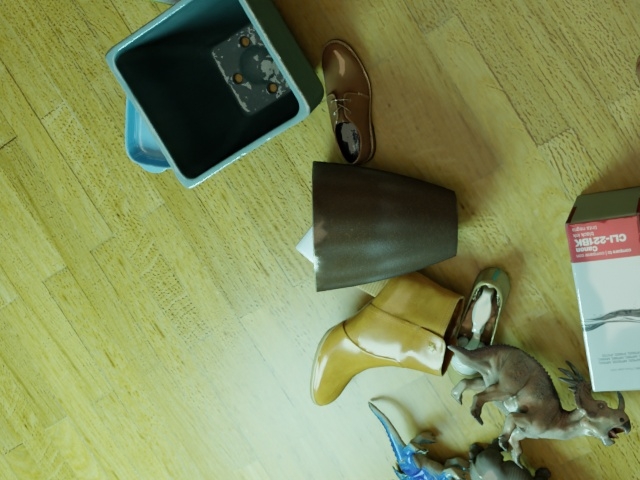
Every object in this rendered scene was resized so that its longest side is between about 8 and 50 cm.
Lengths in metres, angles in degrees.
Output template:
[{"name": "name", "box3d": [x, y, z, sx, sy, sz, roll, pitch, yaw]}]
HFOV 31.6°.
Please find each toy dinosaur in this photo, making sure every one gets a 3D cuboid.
[{"name": "toy dinosaur", "box3d": [0.342, 0.244, 1.850, 0.200, 0.127, 0.296, -44, 88, -1]}]

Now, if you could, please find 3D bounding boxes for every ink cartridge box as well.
[{"name": "ink cartridge box", "box3d": [0.463, 0.073, 1.745, 0.114, 0.197, 0.273, -9, 102, 21]}]

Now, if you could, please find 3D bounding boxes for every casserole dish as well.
[{"name": "casserole dish", "box3d": [-0.283, -0.214, 1.981, 0.114, 0.037, 0.188, 10, 108, 14]}]

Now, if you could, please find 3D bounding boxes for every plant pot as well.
[{"name": "plant pot", "box3d": [0.105, -0.026, 1.839, 0.230, 0.215, 0.215, -2, 105, 3]}, {"name": "plant pot", "box3d": [-0.136, -0.266, 1.805, 0.248, 0.252, 0.247, -29, 94, 22]}]

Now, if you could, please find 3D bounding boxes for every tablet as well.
[{"name": "tablet", "box3d": [0.000, 0.000, 1.970, 0.054, 0.006, 0.083, 40, 113, 3]}]

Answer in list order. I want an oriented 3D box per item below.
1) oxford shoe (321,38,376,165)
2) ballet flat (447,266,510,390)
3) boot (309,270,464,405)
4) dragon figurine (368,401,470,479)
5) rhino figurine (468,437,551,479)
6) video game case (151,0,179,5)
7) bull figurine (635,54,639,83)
[{"name": "oxford shoe", "box3d": [0.044, -0.226, 1.858, 0.076, 0.076, 0.212, -11, 100, 21]}, {"name": "ballet flat", "box3d": [0.256, 0.156, 1.898, 0.080, 0.073, 0.232, 16, 109, 12]}, {"name": "boot", "box3d": [0.114, 0.190, 1.914, 0.211, 0.104, 0.295, 27, 104, 27]}, {"name": "dragon figurine", "box3d": [0.168, 0.419, 1.992, 0.289, 0.085, 0.144, 35, 112, 4]}, {"name": "rhino figurine", "box3d": [0.357, 0.429, 1.925, 0.243, 0.106, 0.073, 33, 112, 6]}, {"name": "video game case", "box3d": [-0.276, -0.523, 1.803, 0.035, 0.248, 0.275, 46, 122, 48]}, {"name": "bull figurine", "box3d": [0.593, -0.177, 1.665, 0.310, 0.101, 0.188, 51, 142, 5]}]
